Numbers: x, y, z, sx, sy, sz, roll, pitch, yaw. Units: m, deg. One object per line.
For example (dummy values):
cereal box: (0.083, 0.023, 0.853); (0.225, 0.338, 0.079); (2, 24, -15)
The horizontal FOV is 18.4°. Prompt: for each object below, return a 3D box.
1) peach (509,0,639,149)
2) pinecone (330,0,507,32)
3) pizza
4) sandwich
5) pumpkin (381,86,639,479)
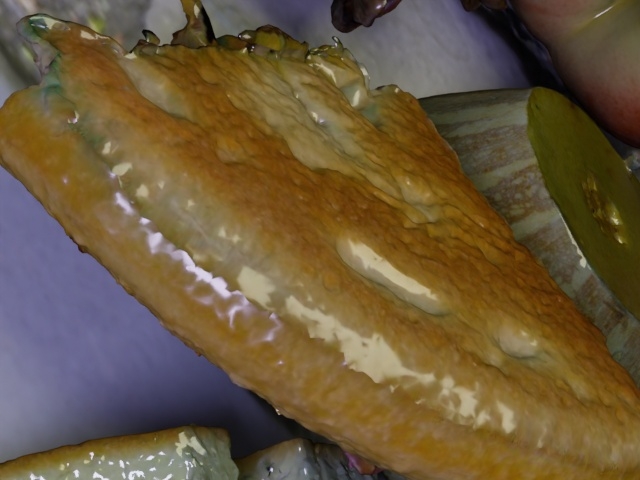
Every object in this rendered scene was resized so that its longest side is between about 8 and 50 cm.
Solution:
peach: (0.197, -0.155, 0.983); (0.232, 0.232, 0.232); (22, 57, -40)
pinecone: (0.026, -0.194, 0.843); (0.184, 0.179, 0.205); (-10, 98, -27)
pizza: (0.000, 0.000, 0.748); (0.289, 0.081, 0.229); (30, 30, -19)
sandwich: (-0.030, 0.120, 0.697); (0.244, 0.088, 0.090); (13, 60, -44)
pumpkin: (0.102, 0.022, 0.880); (0.217, 0.110, 0.217); (26, 50, -35)
